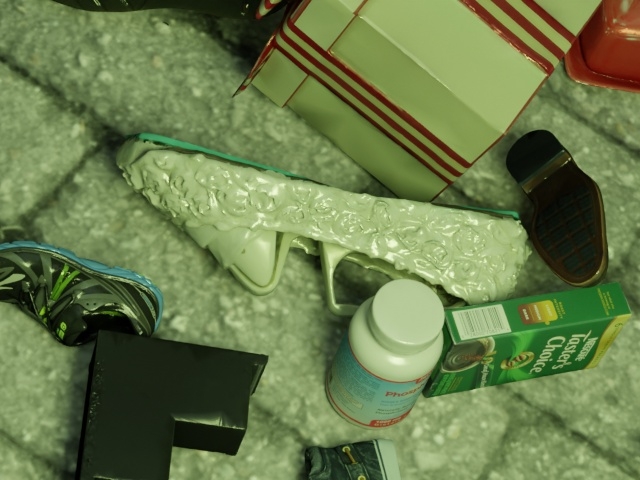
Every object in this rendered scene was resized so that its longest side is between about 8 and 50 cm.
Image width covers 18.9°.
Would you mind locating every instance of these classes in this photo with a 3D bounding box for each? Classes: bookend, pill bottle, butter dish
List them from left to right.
[{"bbox_3d":[-0.134,0.173,1.711,0.157,0.072,0.156,8,59,-9],"label":"bookend"},{"bbox_3d":[0.062,0.102,1.747,0.087,0.160,0.087,6,59,-10],"label":"pill bottle"},{"bbox_3d":[0.347,-0.245,2.049,0.160,0.118,0.160,9,58,-9],"label":"butter dish"}]

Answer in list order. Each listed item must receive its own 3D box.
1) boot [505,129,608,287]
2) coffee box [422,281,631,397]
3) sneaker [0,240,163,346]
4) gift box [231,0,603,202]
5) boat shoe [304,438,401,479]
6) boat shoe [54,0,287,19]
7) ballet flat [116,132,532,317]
[{"bbox_3d":[0.254,-0.012,1.863,0.106,0.082,0.219,44,20,-36],"label":"boot"},{"bbox_3d":[0.190,0.094,1.812,0.184,0.113,0.040,-8,61,-20],"label":"coffee box"},{"bbox_3d":[-0.238,0.054,1.760,0.188,0.067,0.078,14,51,-8],"label":"sneaker"},{"bbox_3d":[0.080,-0.201,1.887,0.258,0.276,0.255,40,58,-4],"label":"gift box"},{"bbox_3d":[0.035,0.251,1.697,0.083,0.065,0.183,-4,39,-9],"label":"boat shoe"},{"bbox_3d":[-0.177,-0.298,1.972,0.324,0.122,0.120,12,25,1],"label":"boat shoe"},{"bbox_3d":[0.000,0.000,1.819,0.409,0.147,0.147,12,58,-6],"label":"ballet flat"}]
